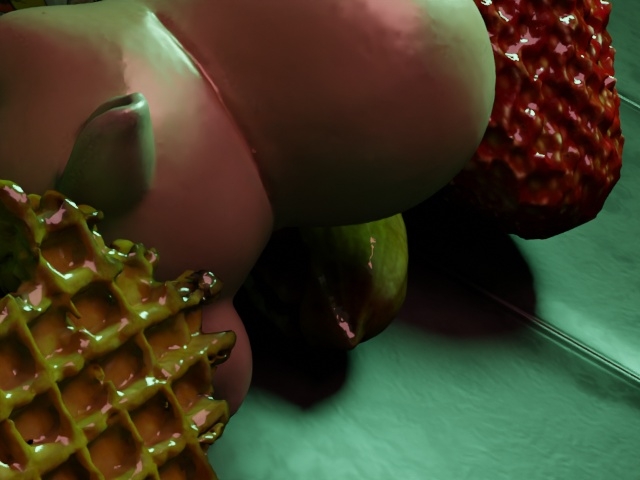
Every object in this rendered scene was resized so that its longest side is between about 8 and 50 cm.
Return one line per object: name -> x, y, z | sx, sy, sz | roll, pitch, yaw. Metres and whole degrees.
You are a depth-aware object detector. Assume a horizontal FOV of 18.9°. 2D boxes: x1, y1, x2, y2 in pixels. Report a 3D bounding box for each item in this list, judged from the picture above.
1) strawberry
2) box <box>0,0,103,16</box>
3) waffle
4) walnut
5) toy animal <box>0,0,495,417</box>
strawberry -> 0.098, -0.154, 1.452 | 0.351, 0.267, 0.312 | 52, -3, 6
box -> -0.169, -0.179, 1.358 | 0.195, 0.177, 0.148 | 13, 30, -23
waffle -> -0.132, 0.084, 0.954 | 0.228, 0.051, 0.232 | 27, 55, -42
walnut -> 0.000, 0.000, 1.279 | 0.115, 0.116, 0.207 | 12, 39, -25
toy animal -> -0.057, -0.066, 1.154 | 0.326, 0.237, 0.269 | -7, 42, 11
